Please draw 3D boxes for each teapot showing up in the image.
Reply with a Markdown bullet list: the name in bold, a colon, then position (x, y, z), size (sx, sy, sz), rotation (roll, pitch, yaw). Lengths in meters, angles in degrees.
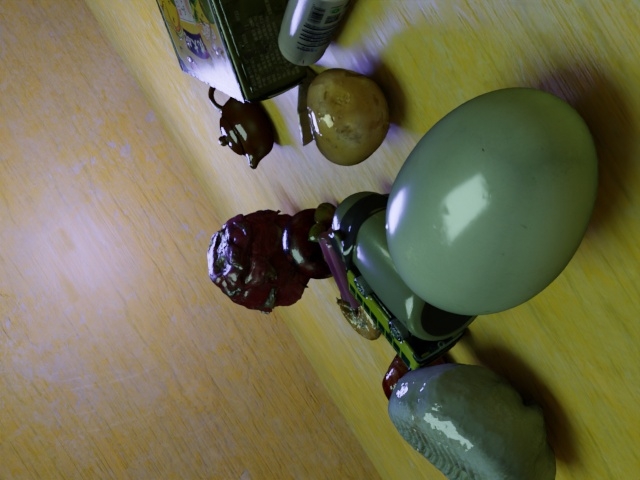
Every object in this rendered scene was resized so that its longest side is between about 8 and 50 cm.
- **teapot**: position (-0.218, -0.304, 1.949), size (0.252, 0.135, 0.178), rotation (57, 162, -1)

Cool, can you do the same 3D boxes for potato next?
- **potato**: position (0.044, -0.204, 1.258), size (0.234, 0.146, 0.150), rotation (121, 161, -88)

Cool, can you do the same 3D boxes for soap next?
- **soap**: position (0.082, 0.047, 1.700), size (0.065, 0.122, 0.203), rotation (41, 160, 51)

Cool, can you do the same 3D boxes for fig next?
- **fig**: position (0.249, 0.341, 1.722), size (0.207, 0.175, 0.175), rotation (41, 164, 6)

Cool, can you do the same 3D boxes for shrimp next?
- **shrimp**: position (0.110, 0.200, 2.115), size (0.187, 0.052, 0.132), rotation (44, 142, 28)

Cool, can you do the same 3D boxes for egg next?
- **egg**: position (0.198, -0.039, 0.889), size (0.230, 0.230, 0.371), rotation (54, 162, 16)

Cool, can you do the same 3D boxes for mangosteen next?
- **mangosteen**: position (0.000, 0.000, 1.828), size (0.200, 0.200, 0.200), rotation (53, 165, 20)

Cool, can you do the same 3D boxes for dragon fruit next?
- **dragon fruit**: position (-0.175, 0.059, 2.202), size (0.329, 0.329, 0.329), rotation (53, 165, 20)

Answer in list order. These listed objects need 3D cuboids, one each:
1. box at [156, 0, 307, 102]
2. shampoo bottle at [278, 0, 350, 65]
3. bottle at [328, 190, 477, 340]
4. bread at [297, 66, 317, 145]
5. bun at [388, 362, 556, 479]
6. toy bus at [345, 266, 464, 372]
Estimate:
- **box**: position (-0.216, -0.503, 1.425), size (0.373, 0.138, 0.420), rotation (35, 148, 53)
- **shampoo bottle**: position (-0.014, -0.361, 1.212), size (0.092, 0.092, 0.303), rotation (58, 167, 1)
- **bottle**: position (0.143, 0.028, 1.364), size (0.347, 0.168, 0.168), rotation (45, 162, 50)
- **bread**: position (-0.034, -0.267, 1.453), size (0.152, 0.105, 0.077), rotation (46, 155, 37)
- **bun**: position (0.294, 0.356, 1.440), size (0.354, 0.194, 0.354), rotation (37, 159, 17)
- **toy bus**: position (0.176, 0.146, 1.580), size (0.262, 0.128, 0.150), rotation (53, 166, 25)
